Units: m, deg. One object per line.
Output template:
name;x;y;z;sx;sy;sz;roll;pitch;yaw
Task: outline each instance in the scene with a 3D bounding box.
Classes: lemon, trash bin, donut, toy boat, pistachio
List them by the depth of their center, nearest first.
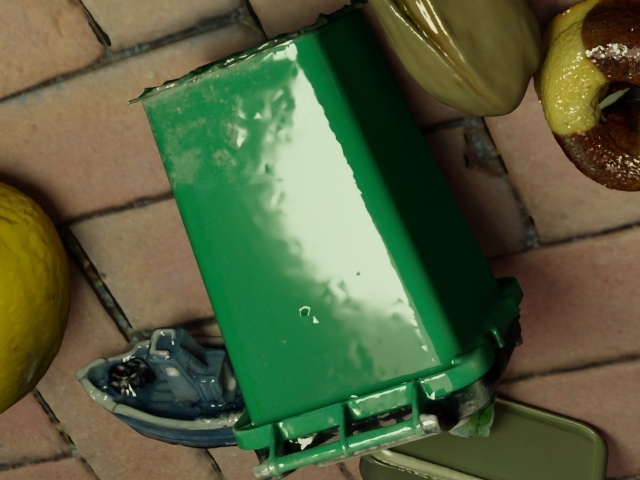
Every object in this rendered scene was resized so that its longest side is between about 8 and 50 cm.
pistachio;0.106;-0.206;1.204;0.136;0.136;0.226;-27;108;32
donut;0.271;-0.124;1.226;0.166;0.073;0.184;-11;122;24
trash bin;0.000;0.000;1.269;0.259;0.295;0.381;-21;100;22
lemon;-0.393;0.062;1.493;0.260;0.260;0.284;5;138;14
toy boat;-0.128;0.155;1.550;0.309;0.129;0.142;-1;140;17

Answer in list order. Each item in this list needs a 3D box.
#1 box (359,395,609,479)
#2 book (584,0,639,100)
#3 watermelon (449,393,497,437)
box;0.164;0.272;1.548;0.274;0.138;0.178;16;133;6
book;0.305;-0.227;1.199;0.157;0.026;0.231;0;125;21
watermelon;0.108;0.129;1.475;0.139;0.071;0.187;-8;98;49
